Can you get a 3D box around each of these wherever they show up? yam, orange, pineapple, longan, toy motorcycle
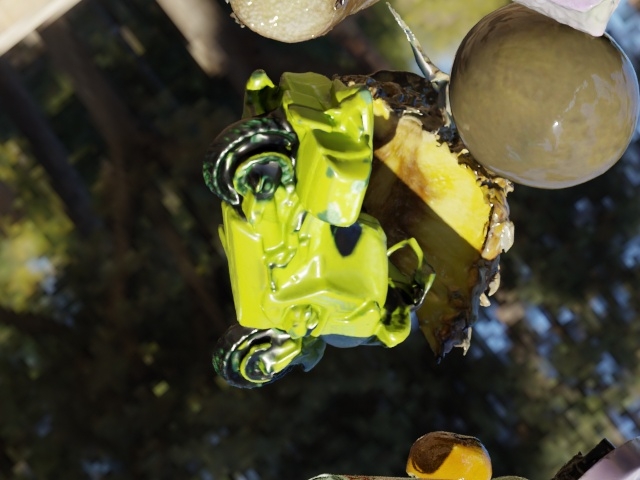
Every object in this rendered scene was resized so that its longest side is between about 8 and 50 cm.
[{"bbox_3d":[-0.001,-0.175,1.292,0.084,0.084,0.127,-32,-179,27],"label":"yam"},{"bbox_3d":[0.129,0.228,1.988,0.086,0.086,0.062,-30,-148,32],"label":"orange"},{"bbox_3d":[0.134,-0.067,2.034,0.161,0.334,0.158,-16,165,-49],"label":"pineapple"},{"bbox_3d":[0.194,-0.128,1.731,0.167,0.167,0.187,-33,-158,22],"label":"longan"},{"bbox_3d":[0.001,0.002,1.743,0.206,0.342,0.142,-22,-130,-18],"label":"toy motorcycle"}]

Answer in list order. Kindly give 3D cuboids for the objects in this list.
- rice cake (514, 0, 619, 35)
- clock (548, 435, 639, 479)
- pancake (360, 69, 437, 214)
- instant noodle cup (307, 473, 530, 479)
[{"bbox_3d":[0.077,-0.263,1.592,0.070,0.399,0.064,-62,160,-5],"label":"rice cake"},{"bbox_3d":[0.259,0.251,1.944,0.172,0.064,0.198,-44,162,-11],"label":"clock"},{"bbox_3d":[0.097,-0.093,2.138,0.199,0.199,0.021,-45,-178,-26],"label":"pancake"},{"bbox_3d":[0.079,0.283,1.717,0.193,0.212,0.193,-24,-121,48],"label":"instant noodle cup"}]
